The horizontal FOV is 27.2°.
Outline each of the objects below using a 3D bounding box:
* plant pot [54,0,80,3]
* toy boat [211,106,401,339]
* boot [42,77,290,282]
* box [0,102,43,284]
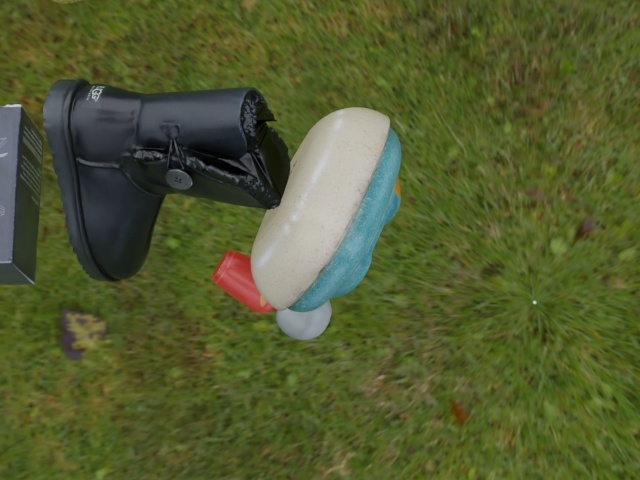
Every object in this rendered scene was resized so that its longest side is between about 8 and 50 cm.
[{"bbox_3d":[-0.282,-0.362,1.636,0.095,0.134,0.134,4,88,26],"label":"plant pot"},{"bbox_3d":[0.000,0.000,1.470,0.148,0.318,0.267,31,50,-9],"label":"toy boat"},{"bbox_3d":[-0.133,-0.044,1.235,0.207,0.246,0.094,7,45,14],"label":"boot"},{"bbox_3d":[-0.355,-0.041,1.267,0.156,0.093,0.158,0,75,3],"label":"box"}]
